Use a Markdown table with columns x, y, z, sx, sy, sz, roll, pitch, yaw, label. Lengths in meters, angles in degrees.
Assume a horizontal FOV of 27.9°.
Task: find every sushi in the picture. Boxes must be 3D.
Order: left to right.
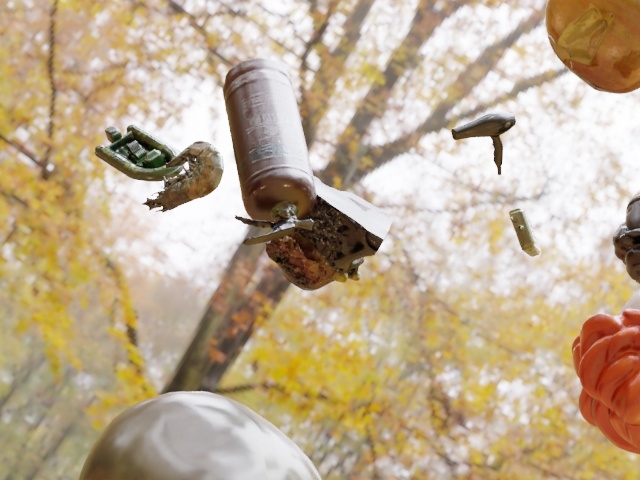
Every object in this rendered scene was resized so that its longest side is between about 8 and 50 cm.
| x | y | z | sx | sy | sz | roll | pitch | yaw | label |
| --- | --- | --- | --- | --- | --- | --- | --- | --- | --- |
| 0.000 | 0.000 | 2.061 | 0.172 | 0.150 | 0.153 | 30 | 17 | 1 | sushi |

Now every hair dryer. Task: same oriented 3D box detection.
| x | y | z | sx | sy | sz | roll | pitch | yaw | label |
| --- | --- | --- | --- | --- | --- | --- | --- | --- | --- |
| 0.199 | -0.111 | 1.542 | 0.031 | 0.079 | 0.083 | -127 | -158 | -63 | hair dryer |

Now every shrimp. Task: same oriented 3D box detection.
| x | y | z | sx | sy | sz | roll | pitch | yaw | label |
| --- | --- | --- | --- | --- | --- | --- | --- | --- | --- |
| -0.198 | -0.091 | 1.878 | 0.161 | 0.091 | 0.034 | -24 | -30 | 35 | shrimp |

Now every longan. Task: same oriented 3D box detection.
| x | y | z | sx | sy | sz | roll | pitch | yaw | label |
| --- | --- | --- | --- | --- | --- | --- | --- | --- | --- |
| -0.165 | 0.375 | 1.767 | 0.361 | 0.361 | 0.361 | 25 | -26 | 13 | longan |

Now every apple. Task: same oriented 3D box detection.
| x | y | z | sx | sy | sz | roll | pitch | yaw | label |
| --- | --- | --- | --- | --- | --- | --- | --- | --- | --- |
| 0.398 | -0.305 | 1.769 | 0.199 | 0.199 | 0.199 | 25 | -26 | 13 | apple |

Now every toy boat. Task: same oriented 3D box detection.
| x | y | z | sx | sy | sz | roll | pitch | yaw | label |
| --- | --- | --- | --- | --- | --- | --- | --- | --- | --- |
| -0.319 | -0.153 | 2.311 | 0.210 | 0.104 | 0.052 | 30 | -36 | 41 | toy boat |

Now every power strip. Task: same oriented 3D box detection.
| x | y | z | sx | sy | sz | roll | pitch | yaw | label |
| --- | --- | --- | --- | --- | --- | --- | --- | --- | --- |
| 0.361 | -0.014 | 2.263 | 0.028 | 0.076 | 0.169 | -19 | -9 | 12 | power strip |

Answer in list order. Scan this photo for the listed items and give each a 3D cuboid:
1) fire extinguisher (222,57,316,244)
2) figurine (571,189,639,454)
| x | y | z | sx | sy | sz | roll | pitch | yaw | label |
| --- | --- | --- | --- | --- | --- | --- | --- | --- | --- |
| -0.083 | -0.126 | 1.960 | 0.136 | 0.337 | 0.114 | -1 | -40 | -17 | fire extinguisher |
| 0.480 | 0.072 | 1.612 | 0.306 | 0.411 | 0.241 | 6 | -29 | 19 | figurine |
